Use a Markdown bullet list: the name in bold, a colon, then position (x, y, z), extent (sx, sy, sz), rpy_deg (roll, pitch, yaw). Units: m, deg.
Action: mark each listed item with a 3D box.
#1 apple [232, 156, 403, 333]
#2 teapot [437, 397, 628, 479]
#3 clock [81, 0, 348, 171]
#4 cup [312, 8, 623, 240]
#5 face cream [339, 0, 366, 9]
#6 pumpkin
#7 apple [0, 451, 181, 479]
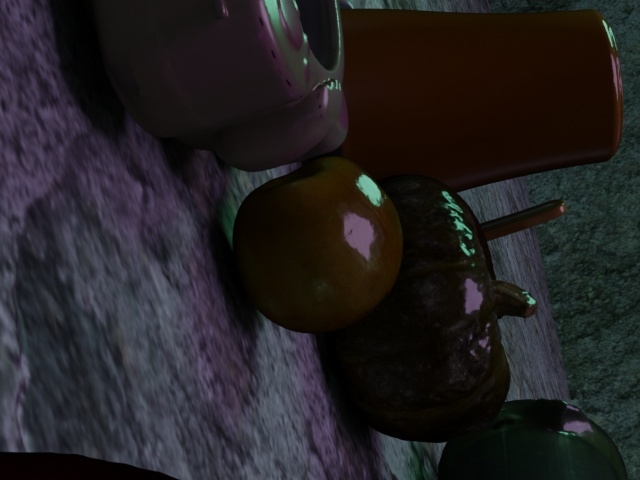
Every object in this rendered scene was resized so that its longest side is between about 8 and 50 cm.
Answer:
- **apple**: position (0.000, 0.000, 0.937), extent (0.114, 0.099, 0.102), rpy_deg (-39, 119, -30)
- **teapot**: position (0.183, 0.307, 1.291), extent (0.337, 0.200, 0.270), rpy_deg (-78, 177, -68)
- **clock**: position (-0.060, -0.180, 0.879), extent (0.309, 0.114, 0.284), rpy_deg (30, 45, -75)
- **cup**: position (0.118, -0.097, 1.287), extent (0.182, 0.264, 0.226), rpy_deg (-94, 178, -71)
- **face cream**: position (0.020, -0.251, 1.463), extent (0.182, 0.051, 0.072), rpy_deg (-83, 154, -57)
- **pumpkin**: position (0.089, 0.052, 1.177), extent (0.219, 0.162, 0.219), rpy_deg (-10, 90, -79)
- **apple**: position (-0.058, 0.242, 0.398), extent (0.329, 0.295, 0.365), rpy_deg (21, 43, -27)
